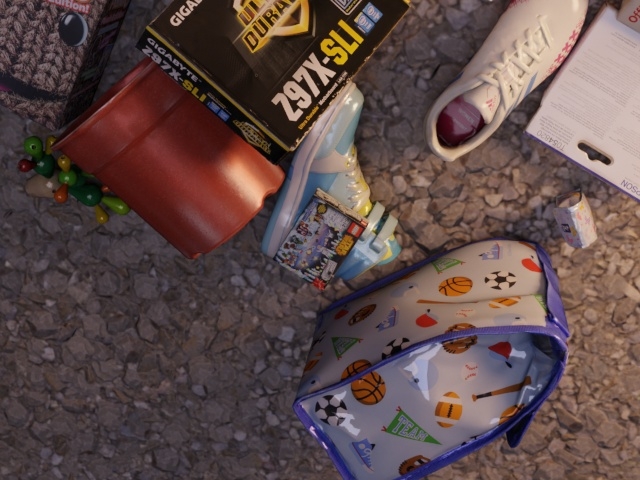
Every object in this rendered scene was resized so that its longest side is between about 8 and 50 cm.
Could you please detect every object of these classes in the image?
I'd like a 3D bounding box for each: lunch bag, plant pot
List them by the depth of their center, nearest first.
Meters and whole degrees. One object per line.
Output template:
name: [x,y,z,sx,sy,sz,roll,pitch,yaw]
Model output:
plant pot: [-0.212,-0.131,1.740,0.272,0.272,0.265,-36,105,19]
lunch bag: [0.188,0.170,1.744,0.385,0.328,0.239,-30,107,16]
lunch bag: [0.386,-0.032,1.769,0.053,0.083,0.071,-21,106,15]

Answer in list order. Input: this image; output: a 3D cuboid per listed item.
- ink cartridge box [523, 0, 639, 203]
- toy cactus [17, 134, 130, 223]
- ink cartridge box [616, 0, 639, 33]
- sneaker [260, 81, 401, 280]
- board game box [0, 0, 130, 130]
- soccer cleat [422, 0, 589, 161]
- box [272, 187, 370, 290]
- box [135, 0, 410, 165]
ink cartridge box: [0.450,-0.200,1.718,0.223,0.045,0.224,31,112,-3]
toy cactus: [-0.403,-0.088,1.857,0.180,0.219,0.112,-9,67,41]
ink cartridge box: [0.537,-0.320,1.601,0.208,0.087,0.153,30,153,-2]
sneaker: [0.052,-0.079,1.787,0.208,0.127,0.319,24,121,2]
board game box: [-0.427,-0.353,1.752,0.232,0.141,0.291,26,112,-1]
soccer cleat: [0.270,-0.242,1.679,0.116,0.143,0.331,36,111,-5]
box: [0.000,0.000,1.755,0.094,0.027,0.137,32,120,-2]
box: [-0.059,-0.303,1.638,0.257,0.322,0.079,42,153,-8]
